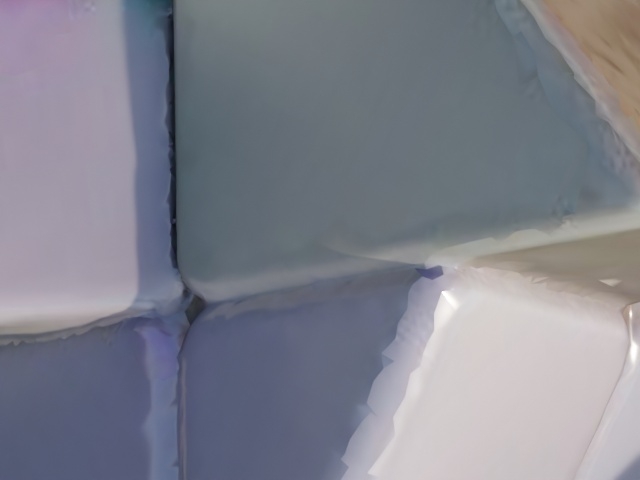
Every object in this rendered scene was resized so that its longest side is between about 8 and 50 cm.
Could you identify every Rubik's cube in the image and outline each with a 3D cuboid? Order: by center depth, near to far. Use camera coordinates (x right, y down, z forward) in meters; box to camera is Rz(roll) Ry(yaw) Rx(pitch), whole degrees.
[{"bbox_3d":[0.000,0.000,0.609,0.387,0.358,0.368,30,98,36],"label":"Rubik's cube"}]
